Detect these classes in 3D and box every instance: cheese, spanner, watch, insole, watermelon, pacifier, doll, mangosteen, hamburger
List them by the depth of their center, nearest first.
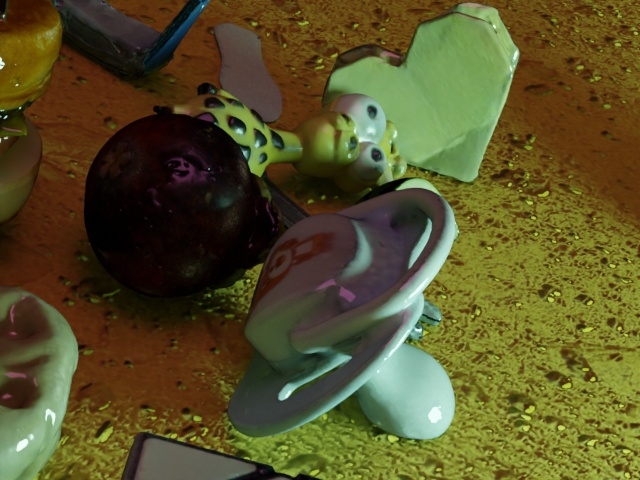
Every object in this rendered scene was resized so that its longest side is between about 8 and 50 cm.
[{"bbox_3d":[-0.281,0.110,1.438,0.218,0.117,0.235,-5,38,-34],"label":"cheese"},{"bbox_3d":[0.046,0.085,1.620,0.207,0.227,0.279,53,25,-22],"label":"pacifier"},{"bbox_3d":[-0.362,-0.126,1.650,0.291,0.225,0.291,15,25,-7],"label":"hamburger"},{"bbox_3d":[-0.114,-0.024,1.697,0.180,0.166,0.166,22,26,-34],"label":"mangosteen"},{"bbox_3d":[0.000,0.000,1.834,0.302,0.017,0.071,39,34,30],"label":"spanner"},{"bbox_3d":[0.073,-0.026,1.846,0.087,0.069,0.163,31,25,17],"label":"watermelon"},{"bbox_3d":[-0.031,-0.092,1.871,0.291,0.086,0.117,1,73,-37],"label":"doll"},{"bbox_3d":[-0.156,-0.282,1.934,0.276,0.274,0.068,28,37,23],"label":"watch"},{"bbox_3d":[-0.080,-0.180,2.072,0.065,0.004,0.197,6,35,-18],"label":"insole"}]

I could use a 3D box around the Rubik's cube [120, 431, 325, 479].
[{"bbox_3d":[-0.059,0.276,1.220,0.205,0.205,0.207,16,34,-4],"label":"Rubik's cube"}]

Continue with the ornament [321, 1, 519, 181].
[{"bbox_3d":[0.117,-0.135,1.981,0.180,0.201,0.059,59,26,-18],"label":"ornament"}]
